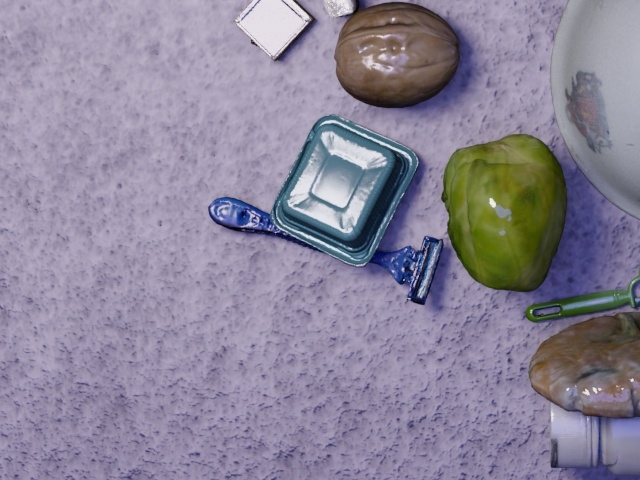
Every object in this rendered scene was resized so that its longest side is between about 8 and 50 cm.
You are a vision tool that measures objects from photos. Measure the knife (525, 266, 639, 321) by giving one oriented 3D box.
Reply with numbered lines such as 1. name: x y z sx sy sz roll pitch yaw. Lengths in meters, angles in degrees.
1. knife: 0.380 0.073 1.967 0.212 0.015 0.054 -12 96 10

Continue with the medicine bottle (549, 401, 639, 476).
1. medicine bottle: 0.431 0.241 1.920 0.258 0.143 0.143 -2 98 9

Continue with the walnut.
1. walnut: 0.099 -0.242 1.901 0.162 0.140 0.140 -6 98 17

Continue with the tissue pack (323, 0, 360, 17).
1. tissue pack: 0.026 -0.326 1.924 0.042 0.083 0.062 -10 97 9

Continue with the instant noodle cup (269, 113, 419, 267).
1. instant noodle cup: 0.027 -0.073 1.943 0.157 0.070 0.179 26 86 12

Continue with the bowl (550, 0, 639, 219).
1. bowl: 0.503 -0.207 1.815 0.435 0.196 0.434 1 98 8

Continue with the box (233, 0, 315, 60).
1. box: -0.064 -0.296 1.966 0.079 0.035 0.083 43 101 0

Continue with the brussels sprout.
1. brussels sprout: 0.241 -0.031 1.870 0.161 0.223 0.223 -14 96 15

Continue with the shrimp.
1. shrimp: 0.481 0.129 1.878 0.446 0.221 0.109 -14 111 -7

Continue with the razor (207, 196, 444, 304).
1. razor: 0.002 0.002 1.995 0.324 0.056 0.093 16 85 9
